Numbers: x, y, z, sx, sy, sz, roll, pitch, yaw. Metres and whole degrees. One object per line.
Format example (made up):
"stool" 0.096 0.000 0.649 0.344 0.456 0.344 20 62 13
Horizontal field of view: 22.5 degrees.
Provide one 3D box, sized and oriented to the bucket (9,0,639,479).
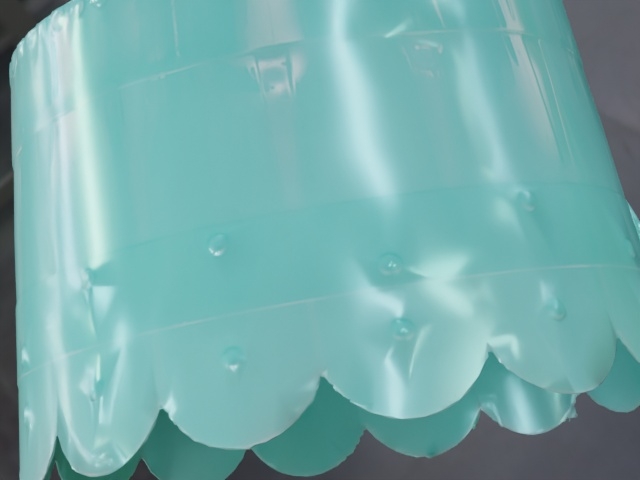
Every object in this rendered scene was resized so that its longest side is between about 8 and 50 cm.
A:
"bucket" 0.000 0.000 0.680 0.281 0.281 0.183 -15 77 28
